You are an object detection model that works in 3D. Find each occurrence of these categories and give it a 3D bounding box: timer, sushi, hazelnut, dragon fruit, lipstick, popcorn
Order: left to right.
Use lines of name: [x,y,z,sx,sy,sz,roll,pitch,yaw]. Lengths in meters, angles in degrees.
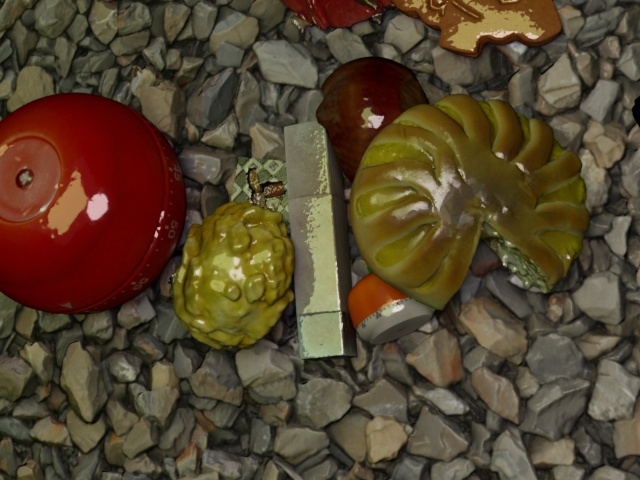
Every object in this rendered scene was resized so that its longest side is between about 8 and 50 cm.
timer: [-0.417,-0.063,1.554,0.378,0.279,0.377,-6,75,22]
popcorn: [-0.148,0.051,1.438,0.266,0.192,0.233,-24,60,55]
sushi: [-0.085,-0.075,1.541,0.126,0.026,0.120,8,83,17]
lipstick: [0.000,0.000,1.448,0.076,0.080,0.371,-8,78,19]
dragon fruit: [0.052,-0.503,1.527,0.343,0.100,0.282,-48,69,10]
hazelnut: [0.088,-0.187,1.415,0.160,0.170,0.201,-35,48,36]
timer: [0.101,0.082,1.386,0.136,0.099,0.136,-6,64,13]

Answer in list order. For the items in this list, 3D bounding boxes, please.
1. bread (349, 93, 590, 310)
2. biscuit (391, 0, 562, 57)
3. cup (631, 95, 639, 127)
bread: [0.206,-0.054,1.269,0.333,0.160,0.332,0,93,-3]
biscuit: [0.259,-0.433,1.429,0.284,0.043,0.306,17,84,20]
cup: [0.551,-0.170,1.147,0.256,0.255,0.178,-37,106,16]
